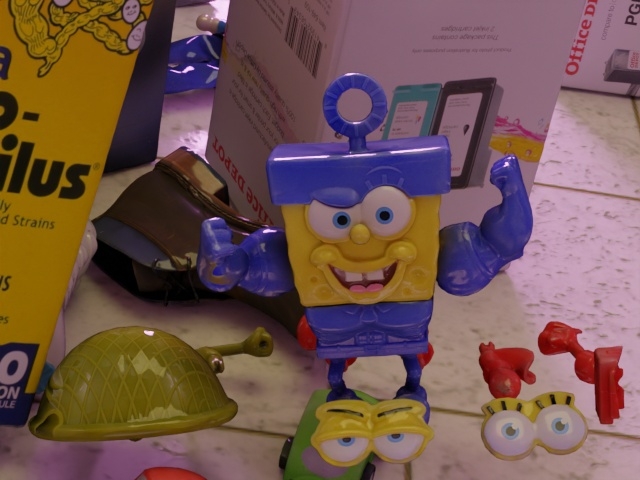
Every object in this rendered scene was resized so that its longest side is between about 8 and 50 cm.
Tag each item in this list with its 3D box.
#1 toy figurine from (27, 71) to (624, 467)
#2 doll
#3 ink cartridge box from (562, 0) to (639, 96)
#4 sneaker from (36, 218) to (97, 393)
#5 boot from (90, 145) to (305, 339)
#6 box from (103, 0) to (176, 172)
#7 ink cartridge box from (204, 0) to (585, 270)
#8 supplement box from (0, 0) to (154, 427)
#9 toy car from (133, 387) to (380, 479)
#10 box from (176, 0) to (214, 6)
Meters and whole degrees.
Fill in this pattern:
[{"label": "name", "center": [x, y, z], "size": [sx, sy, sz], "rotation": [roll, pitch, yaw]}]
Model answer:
[{"label": "toy figurine", "center": [0.000, 0.000, 1.079], "size": [0.362, 0.217, 0.191], "rotation": [-2, 19, 5]}, {"label": "doll", "center": [-0.081, -0.160, 1.552], "size": [0.189, 0.046, 0.129], "rotation": [-10, 39, -28]}, {"label": "ink cartridge box", "center": [0.322, -0.218, 1.656], "size": [0.218, 0.158, 0.092], "rotation": [8, 33, -4]}, {"label": "sneaker", "center": [-0.197, 0.015, 1.214], "size": [0.092, 0.087, 0.229], "rotation": [13, 36, -30]}, {"label": "boot", "center": [-0.078, 0.029, 1.261], "size": [0.106, 0.082, 0.219], "rotation": [-33, 53, -20]}, {"label": "box", "center": [-0.270, -0.190, 1.314], "size": [0.296, 0.294, 0.183], "rotation": [-18, 42, -36]}, {"label": "ink cartridge box", "center": [0.049, -0.131, 1.339], "size": [0.197, 0.270, 0.198], "rotation": [-4, 36, -24]}, {"label": "supplement box", "center": [-0.250, -0.089, 1.050], "size": [0.194, 0.356, 0.195], "rotation": [6, 19, -40]}, {"label": "toy car", "center": [-0.007, 0.150, 1.090], "size": [0.239, 0.053, 0.225], "rotation": [17, 33, 10]}, {"label": "box", "center": [-0.151, -0.365, 1.675], "size": [0.056, 0.231, 0.183], "rotation": [-13, 39, -28]}]
